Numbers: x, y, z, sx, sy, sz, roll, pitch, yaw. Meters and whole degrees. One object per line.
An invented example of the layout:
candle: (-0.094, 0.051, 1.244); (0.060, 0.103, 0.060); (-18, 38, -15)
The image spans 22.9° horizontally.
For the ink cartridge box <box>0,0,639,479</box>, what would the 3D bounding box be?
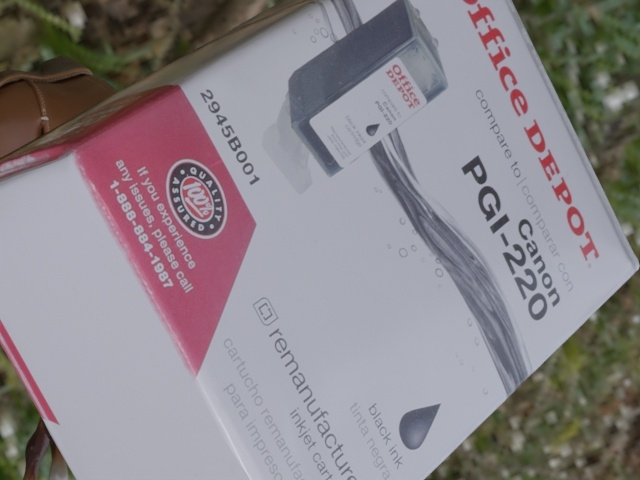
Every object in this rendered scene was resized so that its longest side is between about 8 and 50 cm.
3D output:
ink cartridge box: (0.000, 0.000, 0.558); (0.092, 0.159, 0.218); (-17, -165, 45)

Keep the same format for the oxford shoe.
oxford shoe: (-0.162, -0.054, 0.919); (0.076, 0.076, 0.212); (-64, 171, 27)

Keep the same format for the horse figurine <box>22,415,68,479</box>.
horse figurine: (-0.103, 0.046, 0.788); (0.066, 0.175, 0.263); (18, 149, -41)
